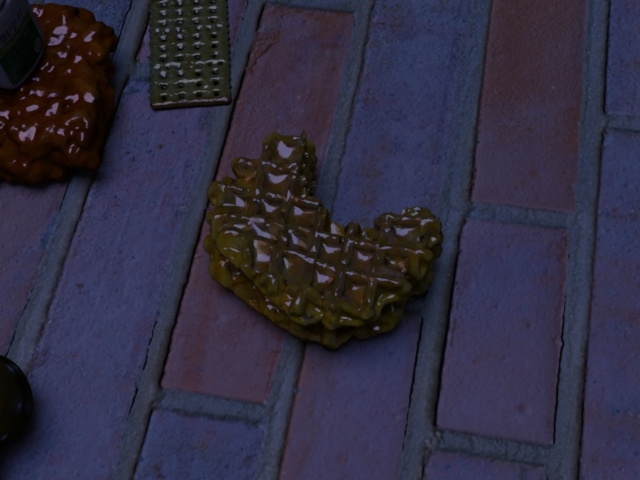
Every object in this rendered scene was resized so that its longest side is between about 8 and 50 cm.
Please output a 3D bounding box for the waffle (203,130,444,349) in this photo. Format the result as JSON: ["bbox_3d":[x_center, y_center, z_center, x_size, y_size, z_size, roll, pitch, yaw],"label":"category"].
[{"bbox_3d":[0.000,0.000,1.450,0.324,0.151,0.261,31,72,23],"label":"waffle"}]

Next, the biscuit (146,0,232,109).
[{"bbox_3d":[-0.217,-0.313,1.715,0.139,0.016,0.231,-4,61,0],"label":"biscuit"}]

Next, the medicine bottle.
[{"bbox_3d":[-0.469,-0.311,1.512,0.069,0.183,0.119,20,64,17],"label":"medicine bottle"}]

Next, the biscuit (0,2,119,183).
[{"bbox_3d":[-0.476,-0.234,1.637,0.312,0.110,0.318,-1,61,6],"label":"biscuit"}]

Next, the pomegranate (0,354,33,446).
[{"bbox_3d":[-0.446,0.241,1.358,0.131,0.152,0.191,3,82,-1],"label":"pomegranate"}]
